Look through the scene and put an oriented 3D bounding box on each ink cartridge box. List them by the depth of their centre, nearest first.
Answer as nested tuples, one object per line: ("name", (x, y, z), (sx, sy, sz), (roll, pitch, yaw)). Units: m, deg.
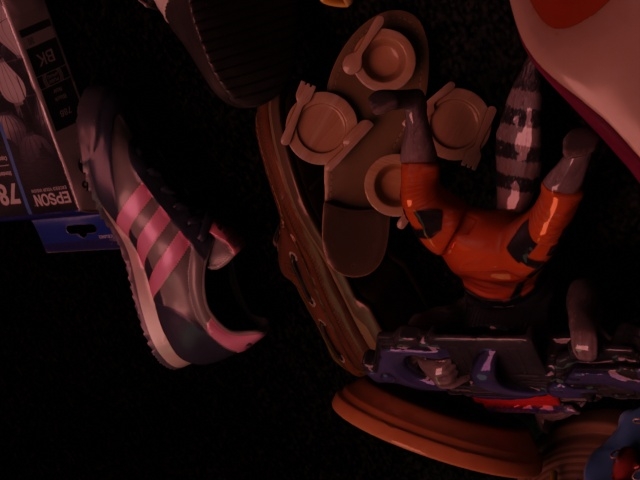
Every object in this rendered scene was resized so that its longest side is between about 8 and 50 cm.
("ink cartridge box", (-0.330, -0.127, 1.739), (0.165, 0.065, 0.333), (-5, 112, 42))

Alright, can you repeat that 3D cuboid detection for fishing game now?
("fishing game", (0.284, 0.173, 1.301), (0.264, 0.189, 0.041), (-32, 114, 33))

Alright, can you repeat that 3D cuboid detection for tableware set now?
("tableware set", (0.060, -0.101, 1.375), (0.168, 0.020, 0.141), (38, 94, -1))

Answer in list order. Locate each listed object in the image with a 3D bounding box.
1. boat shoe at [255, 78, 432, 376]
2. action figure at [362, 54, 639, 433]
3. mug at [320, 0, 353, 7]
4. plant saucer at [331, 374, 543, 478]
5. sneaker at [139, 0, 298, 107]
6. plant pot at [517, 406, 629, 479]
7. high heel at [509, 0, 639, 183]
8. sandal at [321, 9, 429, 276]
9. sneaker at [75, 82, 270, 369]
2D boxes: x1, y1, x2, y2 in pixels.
("boat shoe", (0.000, 0.000, 1.495), (0.104, 0.111, 0.307), (-13, 105, 43))
("action figure", (0.203, 0.028, 1.325), (0.341, 0.178, 0.330), (6, 130, 23))
("mug", (-0.008, -0.242, 1.399), (0.064, 0.062, 0.078), (14, 116, 44))
("plant saucer", (0.110, 0.163, 1.429), (0.200, 0.200, 0.037), (21, 96, 31))
("sneaker", (-0.128, -0.267, 1.450), (0.146, 0.122, 0.330), (-24, 85, 52))
("plant pot", (0.266, 0.280, 1.434), (0.237, 0.110, 0.237), (21, 126, 32))
("high heel", (0.262, -0.109, 1.207), (0.127, 0.181, 0.377), (-32, 60, 18))
("sandal", (0.043, -0.089, 1.427), (0.088, 0.079, 0.240), (9, 95, 0))
("sneaker", (-0.146, -0.023, 1.629), (0.131, 0.112, 0.319), (-11, 110, 26))
